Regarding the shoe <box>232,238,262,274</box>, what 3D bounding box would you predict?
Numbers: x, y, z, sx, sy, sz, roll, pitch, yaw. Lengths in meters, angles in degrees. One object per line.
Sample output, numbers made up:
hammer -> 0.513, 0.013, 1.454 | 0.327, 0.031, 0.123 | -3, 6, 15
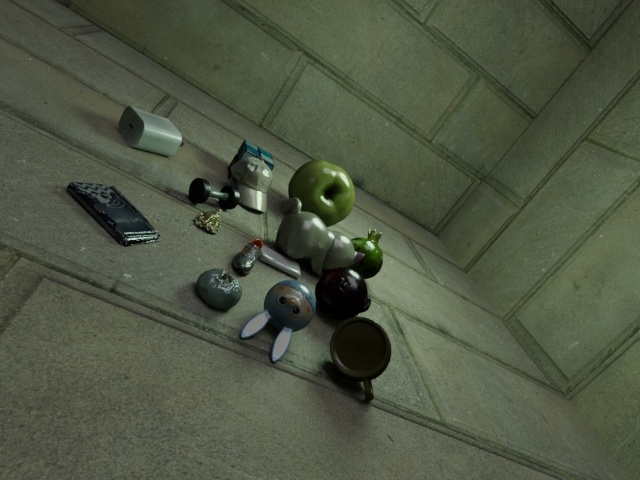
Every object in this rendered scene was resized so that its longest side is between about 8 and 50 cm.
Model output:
shoe -> -0.251, 0.050, 1.531 | 0.074, 0.077, 0.194 | 34, 18, -7

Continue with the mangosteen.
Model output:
mangosteen -> 0.080, 0.197, 1.600 | 0.209, 0.210, 0.210 | 32, 19, -12

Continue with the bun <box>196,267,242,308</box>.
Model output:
bun -> -0.288, 0.131, 1.269 | 0.140, 0.083, 0.141 | 30, 18, -11

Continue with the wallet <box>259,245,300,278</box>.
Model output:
wallet -> -0.159, 0.081, 1.689 | 0.189, 0.033, 0.095 | 29, 18, -21

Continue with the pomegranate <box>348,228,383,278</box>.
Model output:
pomegranate -> 0.209, 0.063, 2.060 | 0.210, 0.263, 0.211 | 32, -24, 16

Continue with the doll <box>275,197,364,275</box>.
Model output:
doll -> -0.024, 0.015, 1.822 | 0.370, 0.226, 0.215 | 38, -14, -26

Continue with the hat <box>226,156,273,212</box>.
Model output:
hat -> -0.307, -0.259, 2.022 | 0.231, 0.161, 0.275 | 14, 60, -41

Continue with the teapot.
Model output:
teapot -> 0.130, 0.355, 1.353 | 0.175, 0.185, 0.268 | 62, 17, -65

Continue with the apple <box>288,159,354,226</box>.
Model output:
apple -> -0.004, -0.240, 2.255 | 0.357, 0.357, 0.357 | 32, 19, -12

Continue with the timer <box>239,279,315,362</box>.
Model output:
timer -> -0.106, 0.210, 1.280 | 0.175, 0.175, 0.255 | 37, 20, 3

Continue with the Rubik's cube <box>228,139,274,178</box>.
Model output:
Rubik's cube -> -0.353, -0.376, 2.210 | 0.167, 0.180, 0.183 | 27, 19, -26

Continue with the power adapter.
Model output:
power adapter -> -0.706, -0.460, 1.885 | 0.187, 0.124, 0.255 | 47, 22, 28

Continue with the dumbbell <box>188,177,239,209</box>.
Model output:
dumbbell -> -0.426, -0.185, 1.756 | 0.191, 0.100, 0.100 | 9, 32, -52

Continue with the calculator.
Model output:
calculator -> -0.612, -0.085, 1.311 | 0.274, 0.028, 0.165 | 42, 17, 12

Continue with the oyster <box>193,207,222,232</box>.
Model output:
oyster -> -0.407, -0.069, 1.619 | 0.146, 0.045, 0.122 | 4, 51, -57
